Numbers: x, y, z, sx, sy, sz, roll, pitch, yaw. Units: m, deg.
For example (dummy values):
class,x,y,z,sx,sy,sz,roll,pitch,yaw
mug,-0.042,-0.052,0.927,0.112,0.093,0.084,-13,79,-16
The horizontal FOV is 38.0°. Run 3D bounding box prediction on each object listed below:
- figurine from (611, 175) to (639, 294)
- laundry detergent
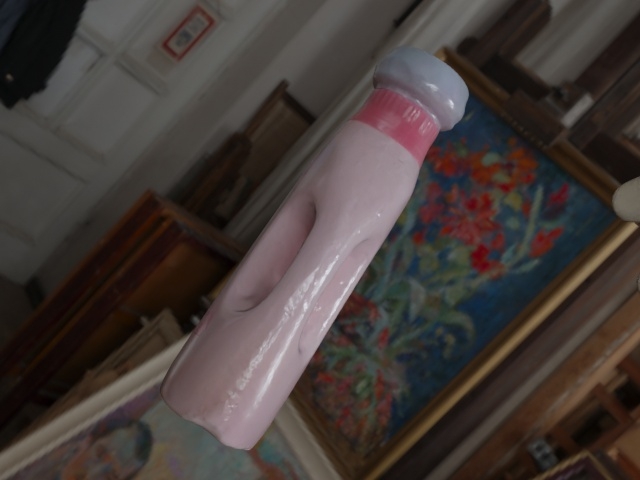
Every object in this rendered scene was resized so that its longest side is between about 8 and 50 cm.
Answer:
class,x,y,z,sx,sy,sz,roll,pitch,yaw
figurine,0.247,-0.021,0.443,0.102,0.195,0.111,22,55,-62
laundry detergent,0.000,0.000,0.726,0.088,0.335,0.159,34,-8,-7
